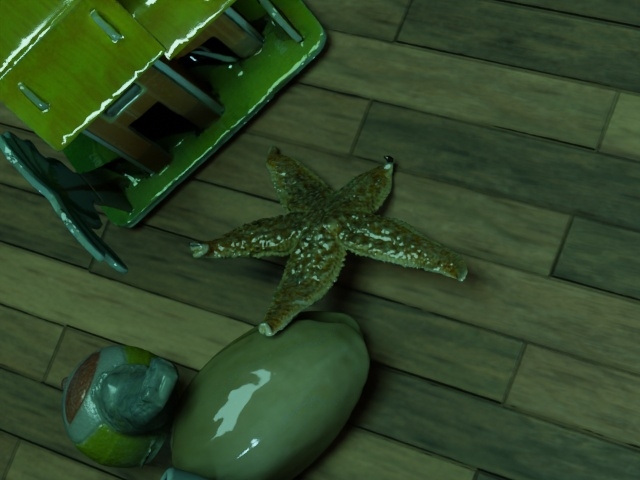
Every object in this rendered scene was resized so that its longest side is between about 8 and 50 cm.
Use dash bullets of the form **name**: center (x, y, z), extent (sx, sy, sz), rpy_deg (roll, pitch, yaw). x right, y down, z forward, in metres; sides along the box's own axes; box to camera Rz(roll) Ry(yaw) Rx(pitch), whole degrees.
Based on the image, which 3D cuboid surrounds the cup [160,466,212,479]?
- **cup**: center (-0.175, 0.378, 1.561), extent (0.331, 0.257, 0.311), rpy_deg (61, 137, 39)

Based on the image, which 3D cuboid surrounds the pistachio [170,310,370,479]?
- **pistachio**: center (-0.049, 0.153, 1.719), extent (0.226, 0.136, 0.136), rpy_deg (-41, 57, 1)

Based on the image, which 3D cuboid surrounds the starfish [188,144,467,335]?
- **starfish**: center (0.000, 0.005, 1.749), extent (0.231, 0.048, 0.295), rpy_deg (-38, 49, -25)

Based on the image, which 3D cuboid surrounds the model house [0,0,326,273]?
- **model house**: center (-0.183, -0.173, 1.787), extent (0.300, 0.323, 0.340), rpy_deg (-42, 57, 10)

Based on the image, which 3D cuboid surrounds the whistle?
- **whistle**: center (-0.185, 0.149, 1.753), extent (0.123, 0.223, 0.123), rpy_deg (4, 76, -17)
